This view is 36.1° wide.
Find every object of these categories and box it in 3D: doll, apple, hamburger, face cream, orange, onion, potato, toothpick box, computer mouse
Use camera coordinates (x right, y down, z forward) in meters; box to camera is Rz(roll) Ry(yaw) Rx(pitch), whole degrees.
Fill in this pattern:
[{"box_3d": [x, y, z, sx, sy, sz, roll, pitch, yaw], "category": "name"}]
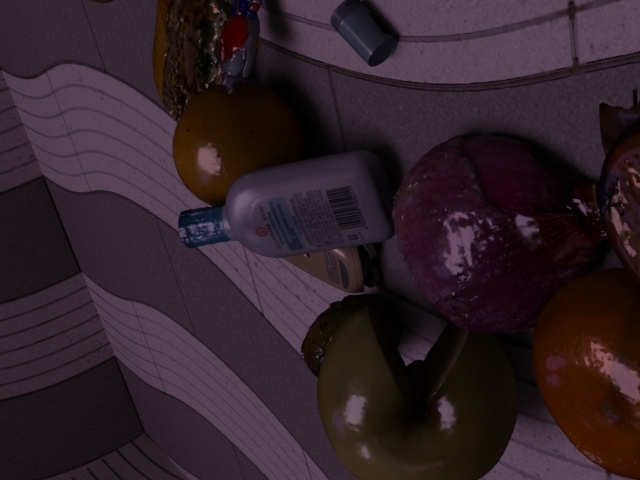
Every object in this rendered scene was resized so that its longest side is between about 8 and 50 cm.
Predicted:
[{"box_3d": [-0.122, -0.323, 1.520, 0.104, 0.062, 0.195, 17, 98, 36], "category": "doll"}, {"box_3d": [0.137, 0.220, 1.419, 0.292, 0.292, 0.254, 62, -177, -3], "category": "apple"}, {"box_3d": [0.359, -0.037, 0.883, 0.261, 0.138, 0.243, 18, 130, 56], "category": "hamburger"}, {"box_3d": [-0.057, -0.043, 1.510, 0.336, 0.080, 0.163, -10, 128, 19], "category": "face cream"}, {"box_3d": [0.345, 0.140, 1.063, 0.240, 0.171, 0.240, 34, 138, 38], "category": "orange"}, {"box_3d": [0.212, 0.002, 1.191, 0.267, 0.159, 0.348, 60, 157, -5], "category": "onion"}, {"box_3d": [-0.135, -0.154, 1.621, 0.236, 0.236, 0.236, 44, 151, 33], "category": "orange"}, {"box_3d": [0.054, 0.168, 1.676, 0.141, 0.176, 0.298, 62, -179, 3], "category": "potato"}, {"box_3d": [0.058, -0.279, 1.314, 0.083, 0.052, 0.052, 51, 154, 18], "category": "toothpick box"}, {"box_3d": [0.000, 0.000, 1.673, 0.236, 0.082, 0.145, 25, 146, 31], "category": "computer mouse"}, {"box_3d": [-0.207, -0.351, 1.641, 0.283, 0.143, 0.157, 103, 157, -44], "category": "hamburger"}]

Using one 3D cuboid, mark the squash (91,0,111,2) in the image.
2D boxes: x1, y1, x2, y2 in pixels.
[{"box_3d": [-0.416, -0.546, 1.862, 0.132, 0.132, 0.247, 51, 156, 22], "category": "squash"}]
